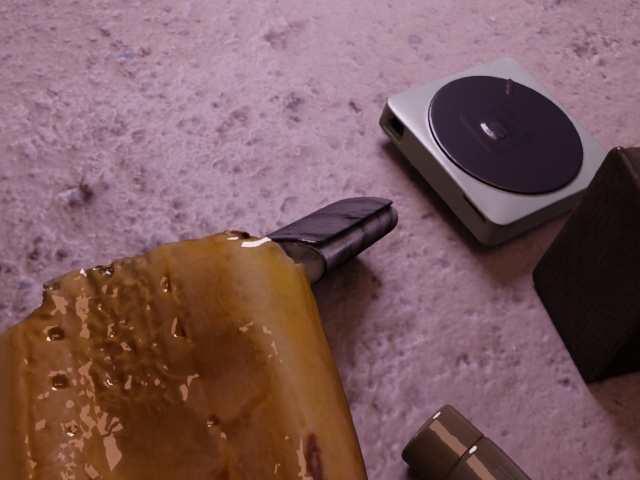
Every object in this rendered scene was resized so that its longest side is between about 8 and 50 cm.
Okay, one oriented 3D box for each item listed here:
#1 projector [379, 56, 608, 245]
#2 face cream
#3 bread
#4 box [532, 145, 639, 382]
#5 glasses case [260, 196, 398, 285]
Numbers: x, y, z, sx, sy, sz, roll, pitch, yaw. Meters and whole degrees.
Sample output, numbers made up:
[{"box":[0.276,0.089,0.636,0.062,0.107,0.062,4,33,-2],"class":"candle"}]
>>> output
[{"box":[0.252,-0.130,1.509,0.259,0.079,0.257,-23,62,-30],"class":"projector"},{"box":[0.238,0.320,1.144,0.341,0.084,0.137,41,18,16],"class":"face cream"},{"box":[-0.136,0.232,0.999,0.361,0.250,0.394,-18,59,-1],"class":"bread"},{"box":[0.400,0.028,1.299,0.143,0.273,0.184,-8,55,-23],"class":"box"},{"box":[0.000,0.000,1.238,0.114,0.060,0.299,-7,8,20],"class":"glasses case"}]
